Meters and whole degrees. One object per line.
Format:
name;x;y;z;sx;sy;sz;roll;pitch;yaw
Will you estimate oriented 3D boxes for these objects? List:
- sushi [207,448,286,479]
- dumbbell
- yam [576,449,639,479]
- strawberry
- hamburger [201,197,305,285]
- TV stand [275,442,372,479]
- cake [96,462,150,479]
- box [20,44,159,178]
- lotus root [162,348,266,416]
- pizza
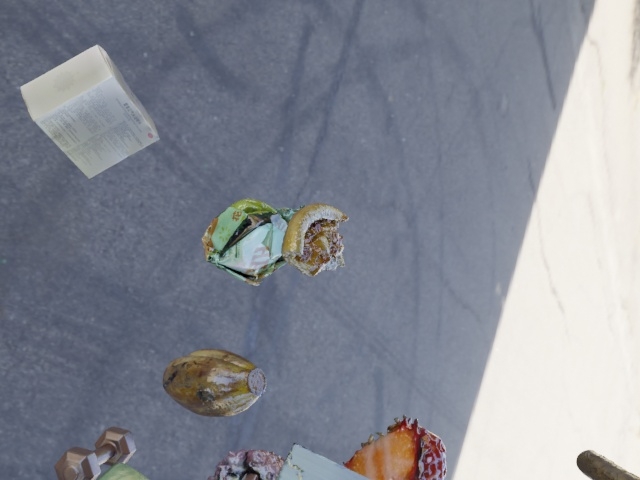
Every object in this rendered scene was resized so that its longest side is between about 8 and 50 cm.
sushi;-0.131;0.589;1.717;0.236;0.270;0.171;-29;146;1
dumbbell;-0.489;0.476;1.690;0.231;0.092;0.082;-3;103;-78
yam;0.290;0.236;0.757;0.145;0.032;0.032;166;-63;-86
strawberry;0.196;0.542;1.715;0.150;0.280;0.253;34;102;-30
hamburger;-0.136;-0.013;1.748;0.235;0.125;0.214;-51;146;12
TV stand;0.065;0.363;0.975;0.088;0.269;0.083;100;18;-51
cake;-0.357;0.560;1.544;0.172;0.158;0.283;-54;155;-12
box;-0.426;-0.237;1.450;0.168;0.095;0.212;-28;152;-2
lotus root;-0.292;0.384;2.116;0.193;0.290;0.193;-14;106;-63
pizza;-0.004;-0.005;1.475;0.271;0.056;0.134;-12;78;-64
